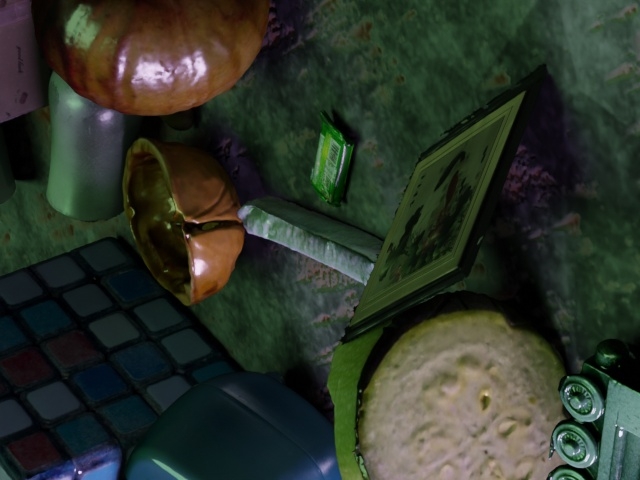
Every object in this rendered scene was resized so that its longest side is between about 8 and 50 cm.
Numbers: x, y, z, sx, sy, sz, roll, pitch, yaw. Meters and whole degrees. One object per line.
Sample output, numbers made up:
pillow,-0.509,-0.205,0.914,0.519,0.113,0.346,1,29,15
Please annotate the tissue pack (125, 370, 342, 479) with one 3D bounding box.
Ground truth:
tissue pack,-0.079,0.271,1.825,0.198,0.206,0.287,33,136,24

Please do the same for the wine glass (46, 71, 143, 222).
wine glass,-0.224,-0.137,1.867,0.103,0.103,0.231,39,133,38

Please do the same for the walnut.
walnut,-0.126,-0.029,1.811,0.211,0.087,0.167,-155,50,-65

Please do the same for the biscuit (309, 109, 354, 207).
biscuit,0.010,-0.070,1.655,0.046,0.016,0.089,46,141,34

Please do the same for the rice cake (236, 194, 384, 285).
rice cake,0.000,0.000,1.687,0.211,0.043,0.034,24,123,48

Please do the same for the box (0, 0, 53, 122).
box,-0.400,-0.220,1.914,0.225,0.297,0.190,19,123,51

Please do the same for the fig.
fig,-0.145,-0.176,1.696,0.217,0.217,0.321,52,164,25

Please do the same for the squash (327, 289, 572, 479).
squash,0.090,0.154,1.479,0.133,0.220,0.220,-14,96,53

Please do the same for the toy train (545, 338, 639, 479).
toy train,0.233,0.158,1.410,0.111,0.071,0.171,29,131,36

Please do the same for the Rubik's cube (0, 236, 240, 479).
Rubik's cube,-0.274,0.218,1.995,0.287,0.292,0.293,45,143,34

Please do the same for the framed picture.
framed picture,0.091,-0.024,1.432,0.010,0.195,0.199,32,150,-15

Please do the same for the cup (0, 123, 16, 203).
cup,-0.512,-0.181,2.196,0.357,0.259,0.275,-108,10,-71
